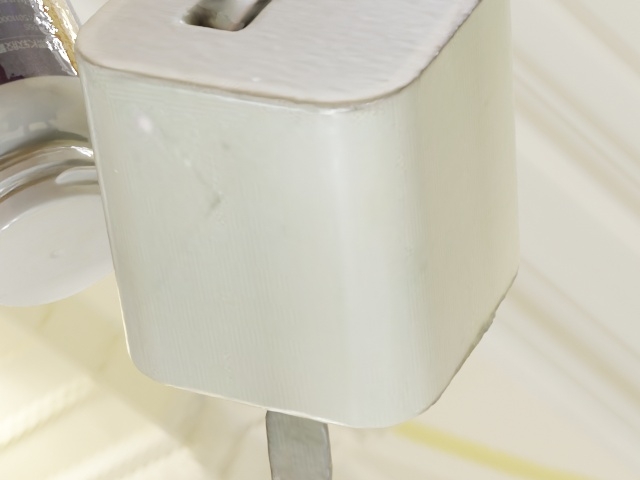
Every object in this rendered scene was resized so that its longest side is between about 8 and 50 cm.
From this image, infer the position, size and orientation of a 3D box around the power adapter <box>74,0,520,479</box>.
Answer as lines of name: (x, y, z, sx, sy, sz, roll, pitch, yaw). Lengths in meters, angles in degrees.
power adapter: (0.000, 0.000, 0.719, 0.125, 0.204, 0.130, 11, -143, 23)

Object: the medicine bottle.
medicine bottle: (-0.153, -0.068, 0.913, 0.107, 0.107, 0.191, -42, -122, 23)
